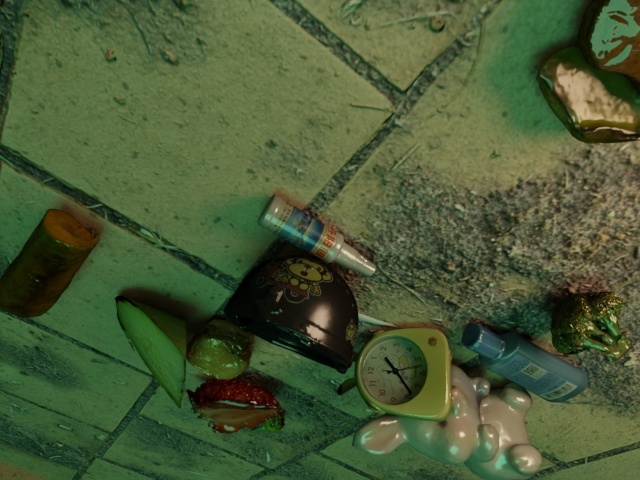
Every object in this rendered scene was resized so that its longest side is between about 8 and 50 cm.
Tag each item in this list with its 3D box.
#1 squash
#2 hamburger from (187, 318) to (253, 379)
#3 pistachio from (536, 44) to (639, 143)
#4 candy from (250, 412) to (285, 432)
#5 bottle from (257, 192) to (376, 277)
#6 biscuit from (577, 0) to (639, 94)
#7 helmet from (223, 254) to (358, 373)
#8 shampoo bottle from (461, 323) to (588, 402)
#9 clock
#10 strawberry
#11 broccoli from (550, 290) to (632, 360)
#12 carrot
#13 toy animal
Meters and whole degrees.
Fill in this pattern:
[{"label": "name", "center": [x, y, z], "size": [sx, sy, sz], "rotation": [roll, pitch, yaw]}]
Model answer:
[{"label": "squash", "center": [-0.375, 0.235, 0.922], "size": [0.154, 0.204, 0.237], "rotation": [4, 135, -23]}, {"label": "hamburger", "center": [-0.222, 0.247, 0.947], "size": [0.138, 0.083, 0.147], "rotation": [38, 125, -15]}, {"label": "pistachio", "center": [0.328, -0.168, 0.511], "size": [0.172, 0.049, 0.090], "rotation": [25, 105, -8]}, {"label": "candy", "center": [-0.159, 0.527, 1.199], "size": [0.062, 0.058, 0.194], "rotation": [59, 137, 15]}, {"label": "bottle", "center": [0.000, 0.000, 0.712], "size": [0.217, 0.060, 0.060], "rotation": [30, 129, -16]}, {"label": "biscuit", "center": [0.416, -0.258, 0.397], "size": [0.257, 0.049, 0.273], "rotation": [25, 120, -8]}, {"label": "helmet", "center": [-0.030, 0.119, 0.744], "size": [0.230, 0.161, 0.279], "rotation": [16, 162, 20]}, {"label": "shampoo bottle", "center": [0.394, 0.239, 0.832], "size": [0.258, 0.061, 0.104], "rotation": [29, 130, -14]}, {"label": "clock", "center": [0.142, 0.263, 0.842], "size": [0.231, 0.170, 0.069], "rotation": [-4, 150, 22]}, {"label": "strawberry", "center": [-0.213, 0.395, 1.061], "size": [0.228, 0.098, 0.174], "rotation": [-23, 123, 23]}, {"label": "broccoli", "center": [0.452, 0.144, 0.705], "size": [0.131, 0.120, 0.130], "rotation": [-42, 139, 1]}, {"label": "carrot", "center": [-0.541, 0.051, 0.827], "size": [0.114, 0.114, 0.301], "rotation": [39, 122, -21]}, {"label": "toy animal", "center": [0.257, 0.391, 0.904], "size": [0.367, 0.196, 0.241], "rotation": [21, 132, -10]}]
